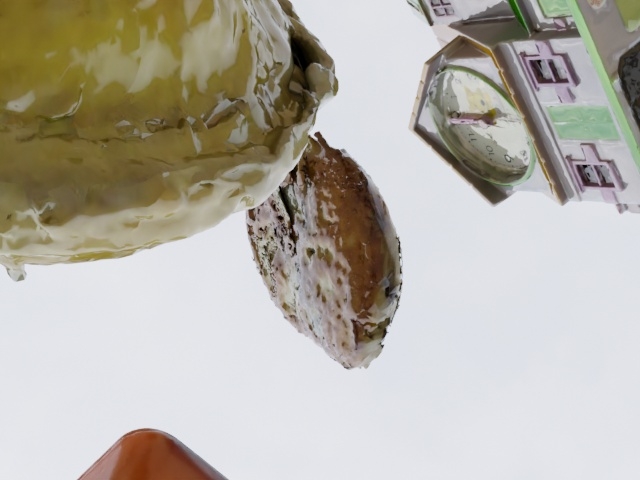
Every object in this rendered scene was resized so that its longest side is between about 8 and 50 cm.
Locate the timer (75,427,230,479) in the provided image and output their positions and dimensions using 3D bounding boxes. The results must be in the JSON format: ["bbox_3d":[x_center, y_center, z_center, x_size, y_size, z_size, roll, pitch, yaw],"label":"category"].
[{"bbox_3d":[-0.112,0.298,1.099,0.250,0.257,0.161,-49,-162,0],"label":"timer"}]

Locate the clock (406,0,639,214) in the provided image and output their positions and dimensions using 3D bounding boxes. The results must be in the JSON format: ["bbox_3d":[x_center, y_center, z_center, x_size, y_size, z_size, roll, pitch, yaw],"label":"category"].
[{"bbox_3d":[0.197,-0.142,1.339,0.166,0.235,0.309,-38,-157,-25],"label":"clock"}]

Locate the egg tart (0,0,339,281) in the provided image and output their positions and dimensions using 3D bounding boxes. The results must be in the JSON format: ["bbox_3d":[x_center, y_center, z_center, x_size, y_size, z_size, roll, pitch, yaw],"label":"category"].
[{"bbox_3d":[-0.173,-0.135,0.797,0.388,0.169,0.388,10,-151,-6],"label":"egg tart"}]

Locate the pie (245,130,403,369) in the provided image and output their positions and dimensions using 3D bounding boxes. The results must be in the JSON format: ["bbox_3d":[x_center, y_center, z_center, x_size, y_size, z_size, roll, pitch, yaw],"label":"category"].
[{"bbox_3d":[-0.001,0.000,1.805,0.085,0.308,0.308,-16,-143,-26],"label":"pie"}]
